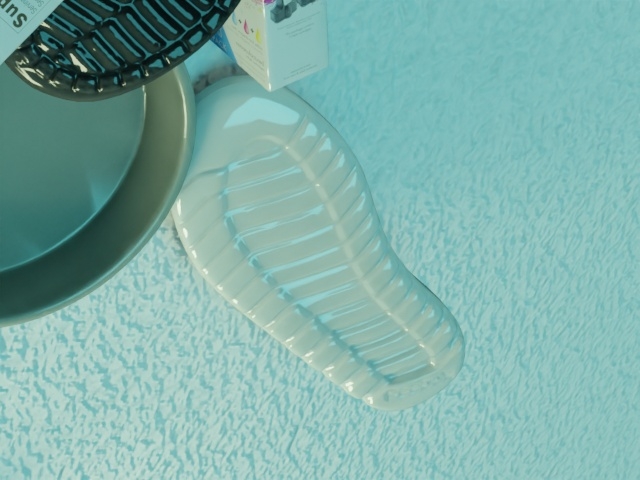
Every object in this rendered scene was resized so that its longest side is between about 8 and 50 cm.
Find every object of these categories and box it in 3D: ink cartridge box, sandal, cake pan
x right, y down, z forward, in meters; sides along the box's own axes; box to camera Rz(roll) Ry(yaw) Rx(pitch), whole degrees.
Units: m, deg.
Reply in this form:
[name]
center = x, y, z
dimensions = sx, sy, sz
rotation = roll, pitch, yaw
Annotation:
[ink cartridge box]
center = -0.048, -0.220, 1.247
dimensions = 0.061, 0.104, 0.181
rotation = -26, 136, -24
[sandal]
center = -0.013, 0.008, 1.476
dimensions = 0.169, 0.102, 0.416
rotation = -31, 126, 4
[cake pan]
center = -0.234, -0.065, 1.254
dimensions = 0.293, 0.054, 0.293
rotation = -23, 135, -25

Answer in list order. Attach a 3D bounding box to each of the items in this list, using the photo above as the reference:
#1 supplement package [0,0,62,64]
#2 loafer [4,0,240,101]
[supplement package]
center = -0.229, -0.249, 1.009
dimensions = 0.293, 0.177, 0.175
rotation = -46, 141, 0
[loafer]
center = -0.093, -0.253, 1.151
dimensions = 0.366, 0.130, 0.134
rotation = -49, 120, -2
